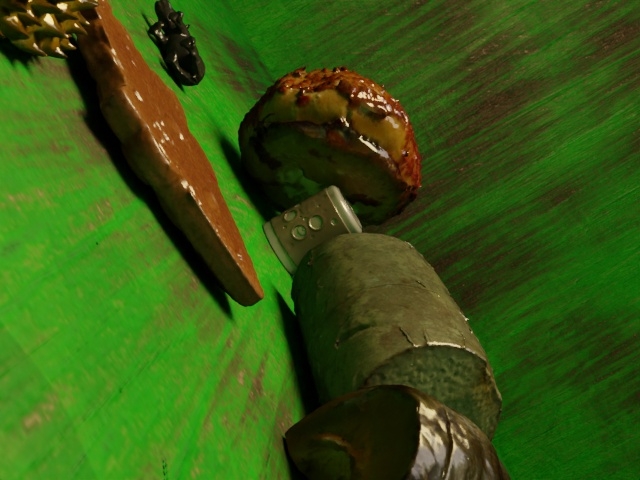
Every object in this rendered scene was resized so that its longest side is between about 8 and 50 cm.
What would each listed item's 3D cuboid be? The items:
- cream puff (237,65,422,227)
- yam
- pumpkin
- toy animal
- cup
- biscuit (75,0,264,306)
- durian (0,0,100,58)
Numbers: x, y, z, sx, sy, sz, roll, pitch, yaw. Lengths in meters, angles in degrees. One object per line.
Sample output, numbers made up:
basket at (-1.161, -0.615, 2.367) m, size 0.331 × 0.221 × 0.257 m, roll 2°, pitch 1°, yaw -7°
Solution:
cream puff at (0.016, -0.120, 1.197) m, size 0.240 × 0.240 × 0.164 m, roll 52°, pitch 52°, yaw -51°
yam at (0.063, 0.103, 0.882) m, size 0.161 × 0.161 × 0.268 m, roll 57°, pitch 4°, yaw -26°
pumpkin at (0.063, 0.182, 0.597) m, size 0.131 × 0.126 × 0.248 m, roll 54°, pitch 8°, yaw -28°
toy animal at (-0.172, -0.239, 1.136) m, size 0.135 × 0.047 × 0.065 m, roll 61°, pitch 1°, yaw 35°
cup at (-0.004, -0.006, 1.112) m, size 0.074 × 0.099 × 0.102 m, roll 54°, pitch 7°, yaw -36°
biscuit at (-0.121, -0.072, 0.737) m, size 0.280 × 0.043 × 0.183 m, roll 64°, pitch 9°, yaw 0°
durian at (-0.177, -0.218, 0.580) m, size 0.183 × 0.138 × 0.249 m, roll 46°, pitch 6°, yaw -31°
